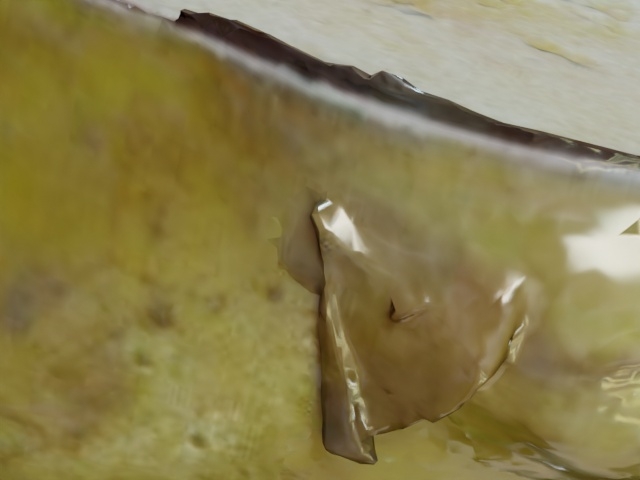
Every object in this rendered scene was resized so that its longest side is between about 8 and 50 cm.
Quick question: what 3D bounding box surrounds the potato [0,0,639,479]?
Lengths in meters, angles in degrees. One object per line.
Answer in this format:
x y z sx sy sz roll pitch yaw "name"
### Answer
0.000 0.000 0.456 0.246 0.300 0.196 -38 145 -58 "potato"
